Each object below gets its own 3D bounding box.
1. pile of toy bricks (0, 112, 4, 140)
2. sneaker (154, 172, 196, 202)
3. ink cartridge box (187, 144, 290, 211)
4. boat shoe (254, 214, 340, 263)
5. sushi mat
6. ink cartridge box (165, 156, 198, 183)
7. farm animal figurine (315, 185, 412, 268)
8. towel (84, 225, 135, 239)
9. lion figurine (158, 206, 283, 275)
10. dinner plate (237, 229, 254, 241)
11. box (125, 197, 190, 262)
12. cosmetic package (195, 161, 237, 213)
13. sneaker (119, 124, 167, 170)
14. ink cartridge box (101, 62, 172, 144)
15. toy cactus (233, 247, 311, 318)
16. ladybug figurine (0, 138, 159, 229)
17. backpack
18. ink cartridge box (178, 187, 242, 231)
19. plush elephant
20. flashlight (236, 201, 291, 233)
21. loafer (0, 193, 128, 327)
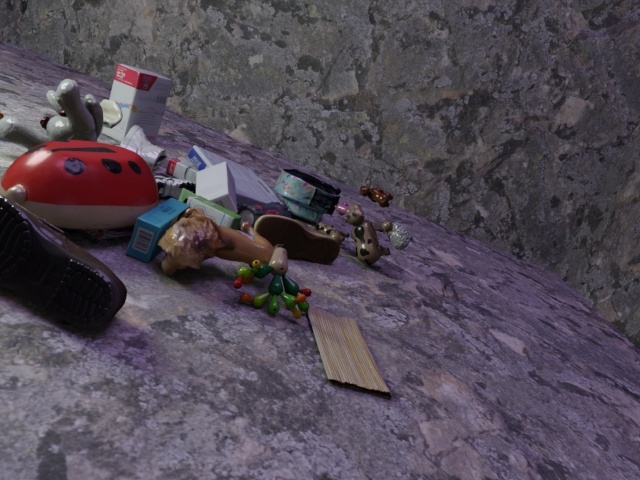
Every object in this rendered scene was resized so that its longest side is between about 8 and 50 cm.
[{"bbox_3d":[-1.014,-0.360,1.502,0.117,0.105,0.212,25,16,8],"label":"pile of toy bricks"},{"bbox_3d":[-0.508,-0.184,1.685,0.106,0.078,0.234,37,23,34],"label":"sneaker"},{"bbox_3d":[-0.319,-0.218,1.965,0.330,0.071,0.324,19,24,-52],"label":"ink cartridge box"},{"bbox_3d":[-0.090,-0.007,1.644,0.341,0.122,0.110,23,8,-40],"label":"boat shoe"},{"bbox_3d":[0.056,0.249,1.170,0.151,0.019,0.317,17,17,-17],"label":"sushi mat"},{"bbox_3d":[-0.515,-0.269,1.977,0.150,0.063,0.109,26,16,6],"label":"ink cartridge box"},{"bbox_3d":[0.138,-0.042,1.884,0.172,0.330,0.327,5,52,-54],"label":"farm animal figurine"},{"bbox_3d":[-0.572,-0.060,1.282,0.196,0.029,0.144,28,16,18],"label":"towel"},{"bbox_3d":[-0.226,0.017,1.287,0.391,0.142,0.240,8,12,-31],"label":"lion figurine"},{"bbox_3d":[-0.247,0.000,1.559,0.141,0.017,0.141,22,17,-7],"label":"dinner plate"},{"bbox_3d":[-0.411,-0.032,1.285,0.060,0.101,0.244,23,16,-4],"label":"box"},{"bbox_3d":[-0.346,-0.162,1.660,0.117,0.086,0.231,-19,35,2],"label":"cosmetic package"},{"bbox_3d":[-0.688,-0.355,1.964,0.169,0.108,0.293,20,26,-18],"label":"sneaker"},{"bbox_3d":[-0.792,-0.581,2.162,0.131,0.307,0.226,26,16,14],"label":"ink cartridge box"},{"bbox_3d":[-0.106,0.092,1.224,0.218,0.112,0.181,24,47,-23],"label":"toy cactus"},{"bbox_3d":[-0.567,-0.146,1.227,0.304,0.162,0.449,22,15,6],"label":"ladybug figurine"},{"bbox_3d":[-0.074,-0.196,2.114,0.253,0.191,0.225,26,7,-28],"label":"backpack"},{"bbox_3d":[-0.345,-0.062,1.453,0.209,0.109,0.062,26,14,10],"label":"ink cartridge box"},{"bbox_3d":[-0.787,-0.370,1.590,0.330,0.271,0.256,47,9,-45],"label":"plush elephant"},{"bbox_3d":[-0.194,-0.080,1.767,0.103,0.103,0.304,24,11,19],"label":"flashlight"},{"bbox_3d":[-0.509,0.042,0.912,0.365,0.134,0.130,35,-6,7],"label":"loafer"}]
